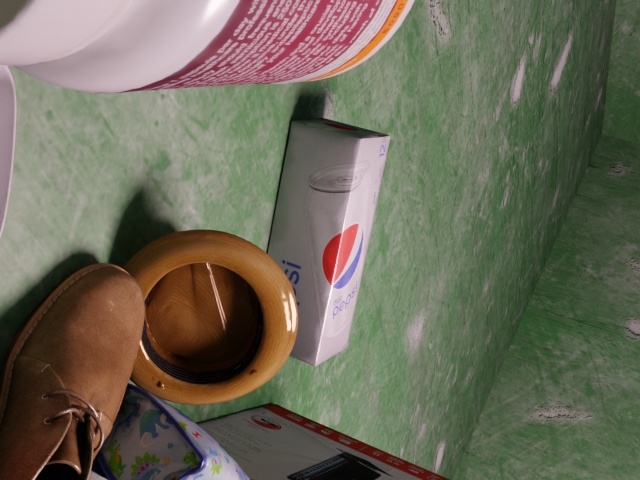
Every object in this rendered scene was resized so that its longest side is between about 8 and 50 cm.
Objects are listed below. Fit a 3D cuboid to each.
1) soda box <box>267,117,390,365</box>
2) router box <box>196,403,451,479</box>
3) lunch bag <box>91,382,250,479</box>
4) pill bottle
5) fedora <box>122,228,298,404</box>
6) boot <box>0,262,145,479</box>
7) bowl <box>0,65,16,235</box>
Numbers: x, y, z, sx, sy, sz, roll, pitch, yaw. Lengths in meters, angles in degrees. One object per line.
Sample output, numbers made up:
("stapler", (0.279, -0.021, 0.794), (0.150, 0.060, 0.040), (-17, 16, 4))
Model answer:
("soda box", (0.000, 0.000, 1.055), (0.091, 0.098, 0.286), (-17, 122, -61))
("router box", (0.009, 0.302, 0.986), (0.301, 0.335, 0.082), (7, 100, -66))
("lunch bag", (-0.153, 0.197, 0.806), (0.096, 0.151, 0.129), (-41, 148, -8))
("pill bottle", (-0.093, -0.209, 0.542), (0.392, 0.224, 0.224), (-24, 128, -63))
("fedora", (-0.114, 0.066, 0.835), (0.079, 0.194, 0.194), (-108, -160, -62))
("boot", (-0.194, 0.142, 0.659), (0.112, 0.115, 0.305), (42, 49, -29))
("bowl", (-0.241, -0.072, 0.499), (0.142, 0.053, 0.142), (47, 36, -61))
